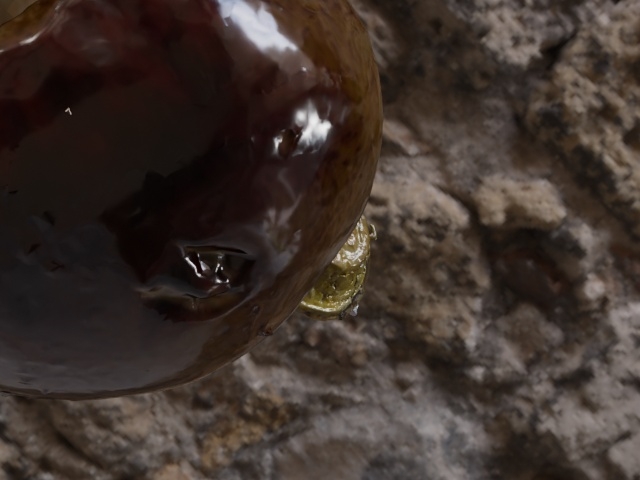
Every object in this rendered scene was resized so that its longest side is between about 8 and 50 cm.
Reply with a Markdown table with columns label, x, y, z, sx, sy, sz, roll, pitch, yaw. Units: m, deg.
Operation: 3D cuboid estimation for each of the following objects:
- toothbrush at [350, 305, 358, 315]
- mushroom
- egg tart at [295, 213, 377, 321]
| label | x | y | z | sx | sy | sz | roll | pitch | yaw |
| --- | --- | --- | --- | --- | --- | --- | --- | --- | --- |
| toothbrush | -0.002 | 0.042 | 1.560 | 0.018 | 0.024 | 0.257 | -5 | -39 | 34 |
| mushroom | -0.158 | -0.069 | 0.617 | 0.356 | 0.331 | 0.334 | 34 | -6 | 16 |
| egg tart | 0.000 | 0.000 | 1.462 | 0.241 | 0.106 | 0.241 | 20 | 58 | -36 |
